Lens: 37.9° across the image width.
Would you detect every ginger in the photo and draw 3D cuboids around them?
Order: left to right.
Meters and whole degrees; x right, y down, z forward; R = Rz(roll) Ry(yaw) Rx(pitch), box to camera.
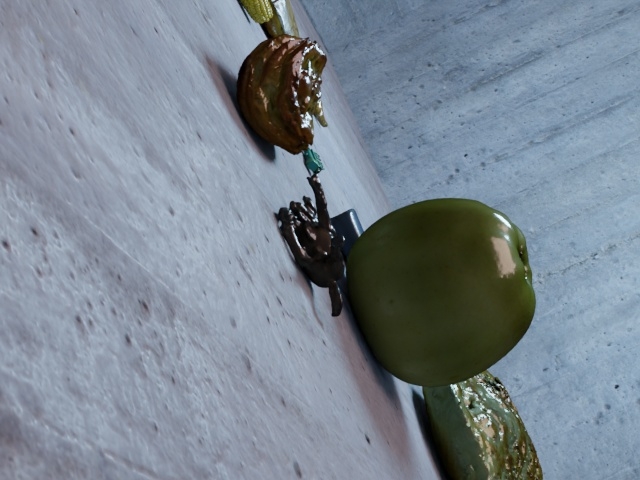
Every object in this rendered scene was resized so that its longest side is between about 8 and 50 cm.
[{"bbox_3d":[-0.007,-0.363,2.628,0.097,0.030,0.048,55,40,-38],"label":"ginger"}]

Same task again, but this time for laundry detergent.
[{"bbox_3d":[0.084,0.037,1.936,0.096,0.061,0.206,-53,119,-86],"label":"laundry detergent"}]

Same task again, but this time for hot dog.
[{"bbox_3d":[-0.104,-0.556,2.418,0.163,0.081,0.271,-88,161,-53],"label":"hot dog"},{"bbox_3d":[-0.056,-0.248,1.609,0.272,0.122,0.196,21,79,-78],"label":"hot dog"}]

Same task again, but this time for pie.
[{"bbox_3d":[0.347,0.447,2.009,0.395,0.180,0.418,67,15,4],"label":"pie"}]

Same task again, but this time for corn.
[{"bbox_3d":[-0.173,-0.591,2.122,0.206,0.067,0.067,60,10,-28],"label":"corn"}]

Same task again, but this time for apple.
[{"bbox_3d":[0.225,0.089,1.737,0.357,0.357,0.357,62,9,-17],"label":"apple"}]

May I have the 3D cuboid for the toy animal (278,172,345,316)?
[{"bbox_3d":[0.000,0.000,1.443,0.148,0.084,0.233,58,8,-48],"label":"toy animal"}]

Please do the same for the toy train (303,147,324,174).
[{"bbox_3d":[-0.018,-0.173,2.020,0.045,0.029,0.092,41,16,-30],"label":"toy train"}]
